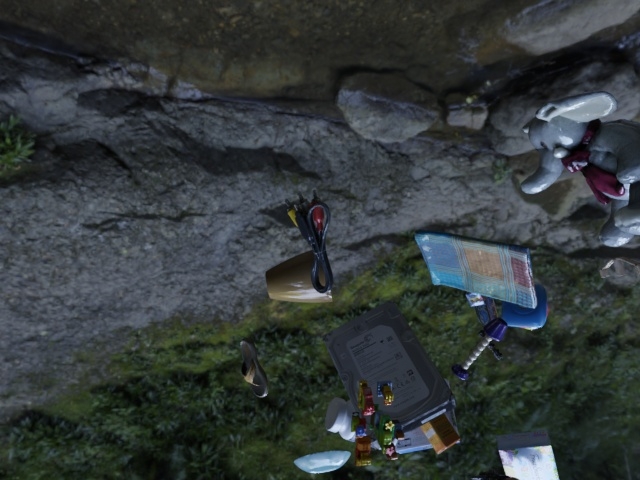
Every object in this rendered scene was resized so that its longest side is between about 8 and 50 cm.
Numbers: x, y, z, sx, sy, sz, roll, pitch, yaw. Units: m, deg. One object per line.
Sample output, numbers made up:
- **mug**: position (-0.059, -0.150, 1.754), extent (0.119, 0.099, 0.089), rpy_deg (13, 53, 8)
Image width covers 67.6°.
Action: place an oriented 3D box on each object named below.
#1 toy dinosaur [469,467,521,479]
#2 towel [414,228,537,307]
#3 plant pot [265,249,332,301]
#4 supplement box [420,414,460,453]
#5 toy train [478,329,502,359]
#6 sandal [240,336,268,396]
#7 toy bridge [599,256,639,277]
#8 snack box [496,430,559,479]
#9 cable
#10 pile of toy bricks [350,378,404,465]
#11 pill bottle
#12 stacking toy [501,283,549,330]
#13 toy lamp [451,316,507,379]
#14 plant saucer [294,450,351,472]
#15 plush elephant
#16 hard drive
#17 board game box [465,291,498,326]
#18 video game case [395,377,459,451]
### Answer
- **toy dinosaur**: position (0.624, 0.828, 1.577), extent (0.322, 0.164, 0.218), rpy_deg (41, 144, -7)
- **towel**: position (0.496, 0.087, 1.547), extent (0.370, 0.040, 0.271), rpy_deg (13, 143, 42)
- **plant pot**: position (-0.095, 0.163, 2.007), extent (0.255, 0.237, 0.237), rpy_deg (-11, 162, 1)
- **supplement box**: position (0.397, 0.640, 1.734), extent (0.078, 0.233, 0.080), rpy_deg (-16, 145, -30)
- **toy train**: position (0.796, 0.491, 2.242), extent (0.027, 0.158, 0.036), rpy_deg (-18, 148, -25)
- **sandal**: position (-0.208, 0.376, 1.407), extent (0.072, 0.180, 0.049), rpy_deg (-26, 169, 40)
- **toy bridge**: position (1.013, 0.088, 1.620), extent (0.026, 0.063, 0.188), rpy_deg (-13, 174, -9)
- **snack box**: position (0.731, 0.771, 1.684), extent (0.175, 0.070, 0.207), rpy_deg (-13, 117, 18)
- **cable**: position (0.000, 0.000, 1.306), extent (0.140, 0.287, 0.072), rpy_deg (-15, -167, 33)
- **pile of toy bricks**: position (0.130, 0.407, 1.019), extent (0.118, 0.212, 0.105), rpy_deg (-1, -165, -11)
- **pill bottle**: position (0.162, 0.706, 1.851), extent (0.265, 0.153, 0.153), rpy_deg (22, 156, -14)
- **stacking toy**: position (0.847, 0.303, 1.943), extent (0.166, 0.175, 0.302), rpy_deg (-2, 154, 30)
- **toy lamp**: position (0.602, 0.404, 1.799), extent (0.080, 0.080, 0.274), rpy_deg (12, 117, -36)
- **plant saucer**: position (0.009, 0.747, 1.600), extent (0.195, 0.037, 0.195), rpy_deg (-6, 145, -4)
- **plush elephant**: position (0.510, -0.168, 0.919), extent (0.256, 0.329, 0.272), rpy_deg (15, -173, 23)
- **hard drive**: position (0.170, 0.339, 1.270), extent (0.237, 0.338, 0.064), rpy_deg (-27, 135, -1)
- **board game box**: position (0.652, 0.253, 1.936), extent (0.060, 0.194, 0.194), rpy_deg (-18, 170, 31)
- **video game case**: position (0.413, 0.714, 1.947), extent (0.270, 0.244, 0.061), rpy_deg (-27, 139, 31)
